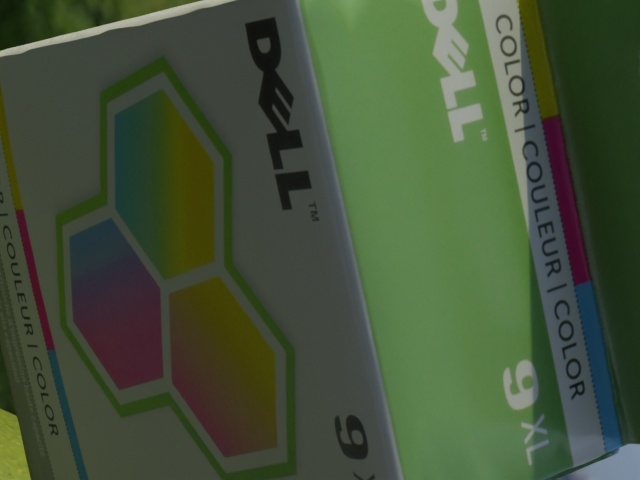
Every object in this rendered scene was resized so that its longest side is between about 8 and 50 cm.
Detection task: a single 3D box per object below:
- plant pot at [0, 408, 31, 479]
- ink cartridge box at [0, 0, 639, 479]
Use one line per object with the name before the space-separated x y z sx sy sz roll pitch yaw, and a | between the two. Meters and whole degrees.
plant pot | -0.241 0.158 0.580 0.353 0.366 0.366 32 2 5
ink cartridge box | 0.000 0.000 0.394 0.209 0.062 0.109 -2 -78 54
